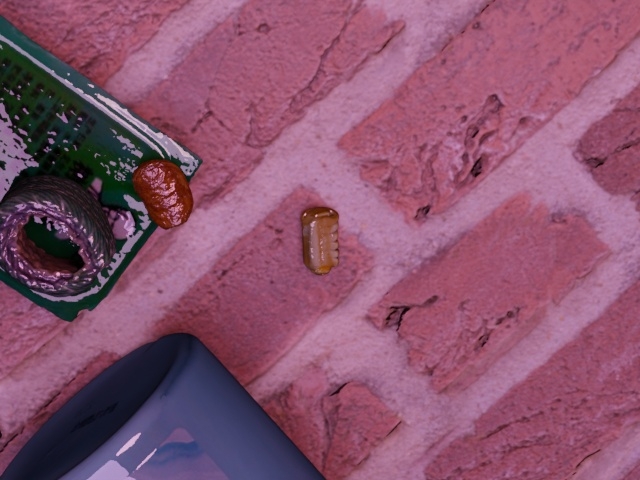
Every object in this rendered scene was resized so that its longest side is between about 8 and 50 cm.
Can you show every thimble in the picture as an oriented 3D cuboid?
[{"bbox_3d":[-0.303,-0.004,1.385,0.118,0.090,0.135,-39,107,12],"label":"thimble"}]

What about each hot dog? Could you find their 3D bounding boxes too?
[{"bbox_3d":[-0.179,-0.055,1.403,0.058,0.035,0.083,-24,108,4],"label":"hot dog"}]

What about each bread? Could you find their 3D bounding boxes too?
[{"bbox_3d":[0.000,0.000,1.540,0.049,0.033,0.088,-11,112,-15],"label":"bread"}]

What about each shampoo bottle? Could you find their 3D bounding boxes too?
[{"bbox_3d":[-0.170,0.334,1.481,0.331,0.331,0.342,-37,104,8],"label":"shampoo bottle"}]

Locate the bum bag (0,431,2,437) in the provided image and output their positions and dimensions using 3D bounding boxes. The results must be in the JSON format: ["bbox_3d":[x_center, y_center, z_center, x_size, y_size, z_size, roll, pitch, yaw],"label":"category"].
[{"bbox_3d":[-0.539,0.236,1.571,0.248,0.060,0.123,30,103,-12],"label":"bum bag"}]

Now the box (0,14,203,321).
[{"bbox_3d":[-0.344,-0.098,1.455,0.337,0.106,0.264,36,103,-13],"label":"box"}]
